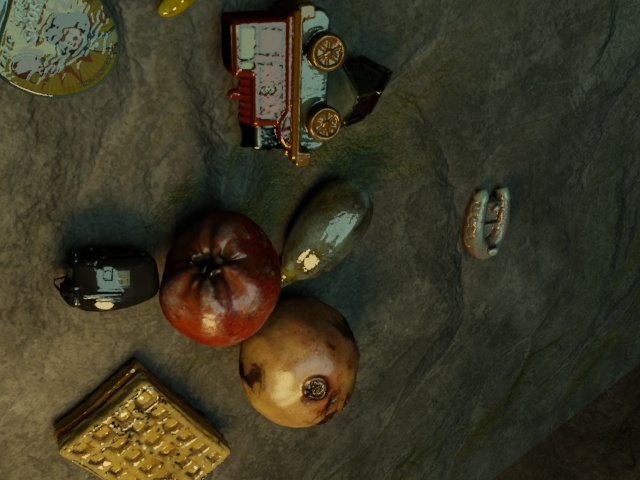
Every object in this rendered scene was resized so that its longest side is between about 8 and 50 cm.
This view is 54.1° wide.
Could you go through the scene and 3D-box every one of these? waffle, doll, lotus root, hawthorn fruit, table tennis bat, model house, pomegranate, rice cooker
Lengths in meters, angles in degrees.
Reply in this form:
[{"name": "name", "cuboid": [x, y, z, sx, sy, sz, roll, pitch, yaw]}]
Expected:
[{"name": "waffle", "cuboid": [-0.421, 0.482, 1.506, 0.261, 0.114, 0.376, -39, 129, -6]}, {"name": "doll", "cuboid": [-0.282, -0.462, 1.127, 0.135, 0.071, 0.113, -21, 116, -18]}, {"name": "lotus root", "cuboid": [0.000, 0.000, 1.506, 0.158, 0.140, 0.322, 35, 95, -40]}, {"name": "hawthorn fruit", "cuboid": [-0.214, 0.086, 1.333, 0.285, 0.284, 0.284, -15, 121, -26]}, {"name": "table tennis bat", "cuboid": [-0.500, -0.360, 1.052, 0.329, 0.044, 0.215, 13, 108, -39]}, {"name": "model house", "cuboid": [0.083, -0.334, 1.422, 0.152, 0.106, 0.165, -23, 161, -36]}, {"name": "pomegranate", "cuboid": [-0.053, 0.302, 1.546, 0.322, 0.322, 0.321, -15, 121, -26]}, {"name": "rice cooker", "cuboid": [-0.427, 0.075, 1.265, 0.203, 0.142, 0.118, -4, 106, -40]}]

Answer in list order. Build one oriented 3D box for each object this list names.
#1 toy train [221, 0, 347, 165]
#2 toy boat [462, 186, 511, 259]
[{"name": "toy train", "cuboid": [-0.080, -0.336, 1.265, 0.232, 0.163, 0.368, -6, 118, -16]}, {"name": "toy boat", "cuboid": [0.499, -0.045, 1.844, 0.155, 0.085, 0.227, -9, 119, -30]}]
